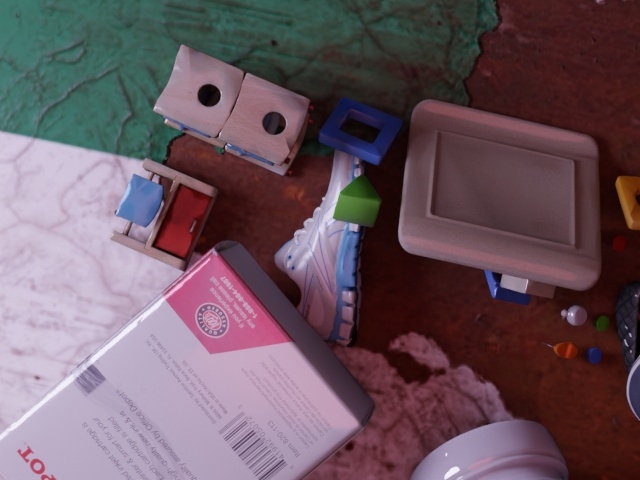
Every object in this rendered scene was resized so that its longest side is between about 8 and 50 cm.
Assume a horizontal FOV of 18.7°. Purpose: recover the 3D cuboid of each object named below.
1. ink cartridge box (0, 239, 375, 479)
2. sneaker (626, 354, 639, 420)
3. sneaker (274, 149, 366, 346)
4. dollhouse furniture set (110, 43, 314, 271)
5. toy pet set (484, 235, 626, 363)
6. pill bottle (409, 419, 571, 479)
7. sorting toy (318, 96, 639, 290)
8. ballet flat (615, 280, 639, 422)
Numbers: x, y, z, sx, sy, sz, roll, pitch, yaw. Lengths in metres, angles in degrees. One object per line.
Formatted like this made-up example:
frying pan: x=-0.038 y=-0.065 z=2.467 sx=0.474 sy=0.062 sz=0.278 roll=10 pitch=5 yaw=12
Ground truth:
ink cartridge box: x=-0.125 y=0.168 z=1.739 sx=0.283 sy=0.117 sz=0.207 roll=-40 pitch=89 yaw=9
sneaker: x=0.405 y=0.169 z=1.663 sx=0.321 sy=0.127 sz=0.126 roll=15 pitch=114 yaw=24
sneaker: x=0.000 y=0.000 z=1.785 sx=0.083 sy=0.071 sz=0.191 roll=6 pitch=89 yaw=7
dollhouse furniture set: x=-0.099 y=-0.060 z=1.755 sx=0.129 sy=0.129 sz=0.184 roll=23 pitch=88 yaw=1
toy pet set: x=0.210 y=0.042 z=1.796 sx=0.114 sy=0.065 sz=0.122 roll=12 pitch=92 yaw=-34
pill bottle: x=0.197 y=0.329 z=1.661 sx=0.188 sy=0.188 sz=0.334 roll=-23 pitch=57 yaw=0
sorting toy: x=0.163 y=-0.035 z=1.749 sx=0.347 sy=0.196 sz=0.047 roll=12 pitch=133 yaw=-2
ballet flat: x=0.309 y=0.122 z=1.786 sx=0.057 sy=0.049 sz=0.173 roll=-18 pitch=89 yaw=1
